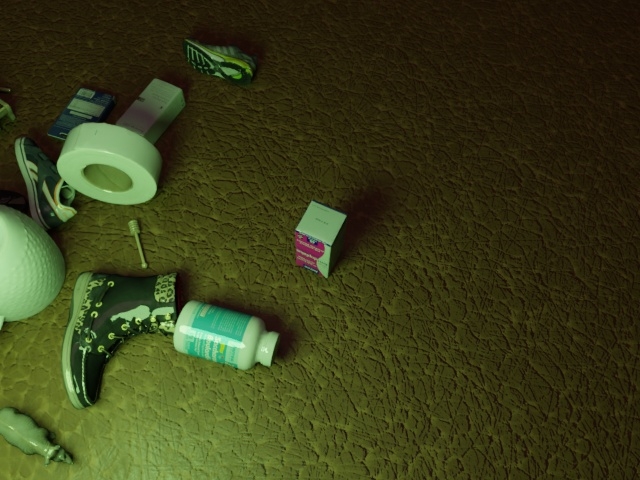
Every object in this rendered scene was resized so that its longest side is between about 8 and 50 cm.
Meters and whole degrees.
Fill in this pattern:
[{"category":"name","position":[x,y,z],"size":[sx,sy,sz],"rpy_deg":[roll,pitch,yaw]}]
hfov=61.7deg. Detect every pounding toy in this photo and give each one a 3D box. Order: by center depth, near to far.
[{"category":"pounding toy","position":[-1.127,-0.505,1.800],"size":[0.269,0.154,0.155],"rpy_deg":[35,66,15]}]

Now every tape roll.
[{"category":"tape roll","position":[-0.623,-0.223,1.597],"size":[0.285,0.286,0.100],"rpy_deg":[5,62,0]}]

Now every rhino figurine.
[{"category":"rhino figurine","position":[-0.706,0.489,1.318],"size":[0.243,0.106,0.073],"rpy_deg":[28,65,12]}]

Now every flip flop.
[{"category":"flip flop","position":[-1.050,-0.116,1.648],"size":[0.276,0.080,0.112],"rpy_deg":[8,56,-15]}]

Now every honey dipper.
[{"category":"honey dipper","position":[-0.551,0.013,1.620],"size":[0.030,0.030,0.161],"rpy_deg":[-17,67,-11]}]

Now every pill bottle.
[{"category":"pill bottle","position":[-0.245,0.259,1.434],"size":[0.263,0.146,0.146],"rpy_deg":[14,63,6]}]

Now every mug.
[{"category":"mug","position":[-0.851,0.091,1.376],"size":[0.276,0.328,0.375],"rpy_deg":[7,70,-10]}]

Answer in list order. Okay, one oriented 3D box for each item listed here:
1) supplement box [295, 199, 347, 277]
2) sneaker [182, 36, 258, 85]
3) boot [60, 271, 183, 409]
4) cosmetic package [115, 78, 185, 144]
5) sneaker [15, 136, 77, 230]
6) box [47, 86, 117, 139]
[{"category":"supplement box","position":[0.000,0.000,1.539],"size":[0.111,0.220,0.114],"rpy_deg":[23,65,11]},{"category":"sneaker","position":[-0.364,-0.667,1.954],"size":[0.299,0.111,0.121],"rpy_deg":[26,54,5]},{"category":"boot","position":[-0.522,0.247,1.443],"size":[0.283,0.138,0.378],"rpy_deg":[-5,57,-5]},{"category":"cosmetic package","position":[-0.574,-0.432,1.822],"size":[0.117,0.086,0.231],"rpy_deg":[23,63,10]},{"category":"sneaker","position":[-0.843,-0.190,1.664],"size":[0.127,0.126,0.321],"rpy_deg":[-21,76,-8]},{"category":"box","position":[-0.815,-0.421,1.833],"size":[0.136,0.037,0.225],"rpy_deg":[17,62,7]}]
